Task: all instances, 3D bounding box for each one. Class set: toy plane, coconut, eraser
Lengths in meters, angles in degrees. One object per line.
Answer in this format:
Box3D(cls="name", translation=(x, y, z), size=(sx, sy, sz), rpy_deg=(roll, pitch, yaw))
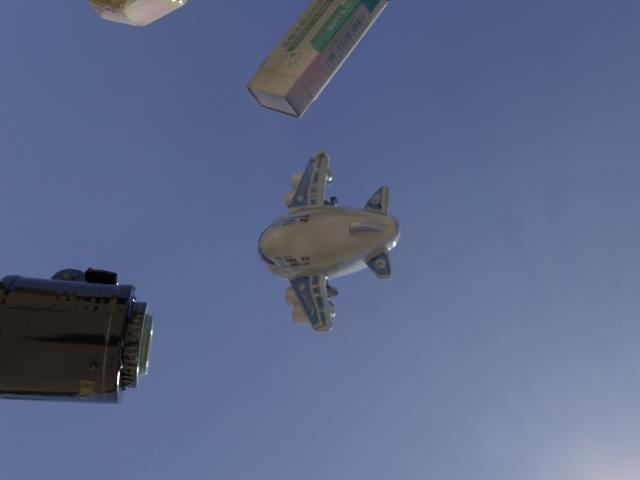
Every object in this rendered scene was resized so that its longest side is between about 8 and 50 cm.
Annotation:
Box3D(cls="toy plane", translation=(0.004, 0.001, 0.843), size=(0.266, 0.122, 0.267), rpy_deg=(-10, -104, 44))
Box3D(cls="coconut", translation=(-0.317, -0.495, 1.011), size=(0.236, 0.197, 0.237), rpy_deg=(-20, -150, 12))
Box3D(cls="eraser", translation=(-0.004, -0.284, 0.830), size=(0.095, 0.052, 0.225), rpy_deg=(26, -104, 41))

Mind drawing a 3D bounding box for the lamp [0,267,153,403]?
Box3D(cls="lamp", translation=(-0.420, 0.172, 0.958), size=(0.272, 0.374, 0.205), rpy_deg=(13, -65, 5))
